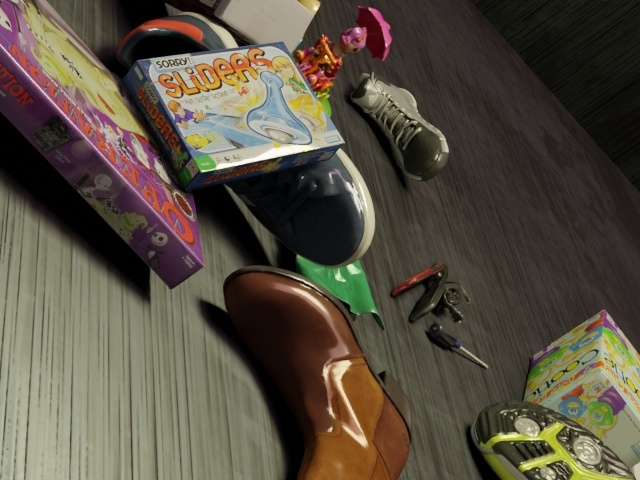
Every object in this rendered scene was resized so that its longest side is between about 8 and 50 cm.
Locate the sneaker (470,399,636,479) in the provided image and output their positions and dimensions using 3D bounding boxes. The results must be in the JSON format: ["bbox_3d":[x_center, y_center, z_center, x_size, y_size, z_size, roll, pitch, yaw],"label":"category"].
[{"bbox_3d":[0.332,0.353,1.837,0.385,0.147,0.145,40,43,10],"label":"sneaker"}]

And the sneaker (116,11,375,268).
[{"bbox_3d":[-0.091,-0.102,1.595,0.350,0.131,0.148,47,24,15],"label":"sneaker"}]

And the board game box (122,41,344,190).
[{"bbox_3d":[-0.085,-0.129,1.509,0.201,0.035,0.136,-16,69,-44],"label":"board game box"}]

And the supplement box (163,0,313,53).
[{"bbox_3d":[-0.136,-0.301,1.761,0.239,0.073,0.130,33,1,40],"label":"supplement box"}]

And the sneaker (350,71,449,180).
[{"bbox_3d":[0.106,-0.186,2.313,0.132,0.086,0.228,33,17,-36],"label":"sneaker"}]

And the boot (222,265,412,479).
[{"bbox_3d":[-0.015,0.183,1.393,0.264,0.096,0.280,54,24,-23],"label":"boot"}]

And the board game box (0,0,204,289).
[{"bbox_3d":[-0.232,-0.131,1.351,0.347,0.056,0.208,50,17,-31],"label":"board game box"}]

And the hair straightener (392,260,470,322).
[{"bbox_3d":[0.158,0.080,2.024,0.089,0.047,0.230,56,14,4],"label":"hair straightener"}]

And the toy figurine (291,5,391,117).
[{"bbox_3d":[0.023,-0.268,2.109,0.130,0.159,0.173,57,19,8],"label":"toy figurine"}]

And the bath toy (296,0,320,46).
[{"bbox_3d":[-0.156,-0.383,1.940,0.348,0.151,0.129,40,50,-29],"label":"bath toy"}]

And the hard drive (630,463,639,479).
[{"bbox_3d":[0.564,0.480,2.286,0.353,0.047,0.233,51,19,-10],"label":"hard drive"}]

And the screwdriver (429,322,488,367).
[{"bbox_3d":[0.193,0.144,2.011,0.170,0.025,0.024,30,30,-49],"label":"screwdriver"}]

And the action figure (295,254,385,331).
[{"bbox_3d":[0.000,0.000,1.732,0.137,0.063,0.232,36,29,-38],"label":"action figure"}]

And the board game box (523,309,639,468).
[{"bbox_3d":[0.392,0.231,2.152,0.144,0.142,0.275,52,18,-5],"label":"board game box"}]
